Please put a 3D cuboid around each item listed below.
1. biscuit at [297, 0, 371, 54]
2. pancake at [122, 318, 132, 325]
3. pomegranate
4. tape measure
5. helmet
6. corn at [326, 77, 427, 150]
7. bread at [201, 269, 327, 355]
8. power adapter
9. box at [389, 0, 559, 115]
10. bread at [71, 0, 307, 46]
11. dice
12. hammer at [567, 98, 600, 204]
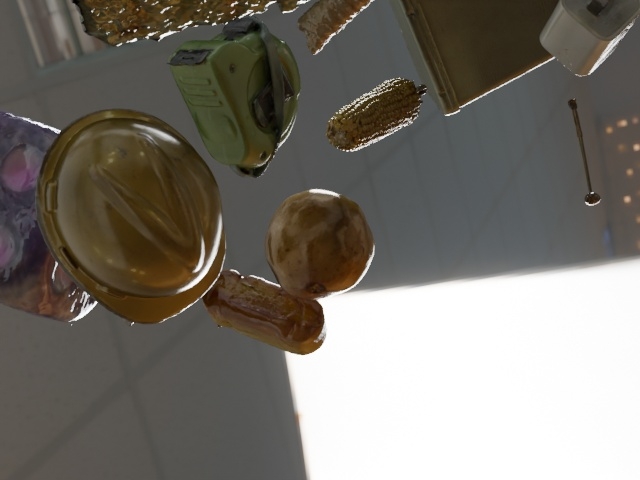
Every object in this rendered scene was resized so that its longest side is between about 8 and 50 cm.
[{"bbox_3d":[0.053,-0.348,1.657,0.055,0.219,0.061,15,-136,-50],"label":"biscuit"},{"bbox_3d":[-0.305,0.045,2.174,0.042,0.236,0.222,27,-134,-9],"label":"pancake"},{"bbox_3d":[0.000,0.000,1.987,0.196,0.196,0.196,-11,-90,-70],"label":"pomegranate"},{"bbox_3d":[-0.094,-0.187,1.515,0.175,0.106,0.200,-53,-46,-38],"label":"tape measure"},{"bbox_3d":[-0.183,-0.022,1.296,0.205,0.140,0.257,-38,-70,-19],"label":"helmet"},{"bbox_3d":[0.109,-0.242,2.313,0.293,0.106,0.106,-37,-65,-50],"label":"corn"},{"bbox_3d":[-0.102,0.129,2.173,0.102,0.245,0.094,-61,-25,-23],"label":"bread"},{"bbox_3d":[0.494,-0.409,2.127,0.125,0.130,0.205,44,161,9],"label":"power adapter"},{"bbox_3d":[0.337,-0.489,2.470,0.177,0.343,0.352,-111,-5,-53],"label":"box"},{"bbox_3d":[-0.203,-0.478,1.784,0.239,0.395,0.264,107,145,-70],"label":"bread"},{"bbox_3d":[-0.458,-0.040,1.812,0.270,0.270,0.271,34,-105,-74],"label":"dice"},{"bbox_3d":[0.297,-0.100,1.344,0.029,0.014,0.123,-3,-98,-48],"label":"hammer"}]
